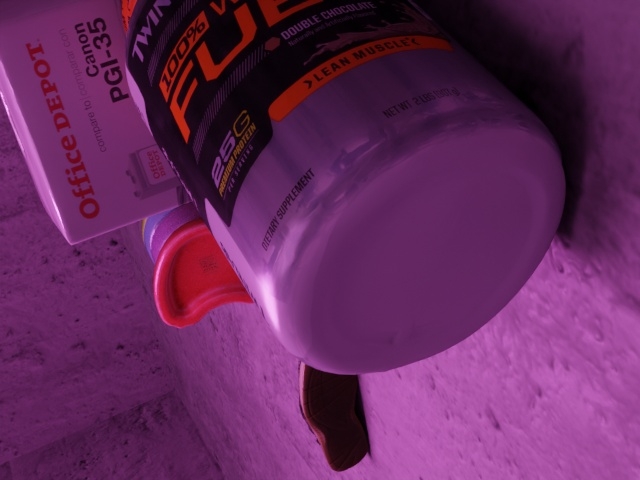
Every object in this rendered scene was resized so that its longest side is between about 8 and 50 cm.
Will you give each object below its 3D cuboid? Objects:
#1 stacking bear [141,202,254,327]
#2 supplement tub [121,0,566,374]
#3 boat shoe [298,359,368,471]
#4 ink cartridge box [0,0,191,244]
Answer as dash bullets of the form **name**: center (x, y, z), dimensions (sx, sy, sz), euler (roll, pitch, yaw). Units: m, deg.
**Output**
- **stacking bear**: center (-0.196, -0.033, 1.483), dimensions (0.289, 0.175, 0.164), euler (-121, 15, -52)
- **supplement tub**: center (-0.007, -0.090, 0.681), dimensions (0.338, 0.207, 0.207), euler (54, 159, 39)
- **boat shoe**: center (0.004, 0.203, 1.258), dimensions (0.073, 0.080, 0.223), euler (41, 154, 48)
- **ink cartridge box**: center (-0.137, -0.144, 0.889), dimensions (0.117, 0.283, 0.207), euler (40, 148, 59)
